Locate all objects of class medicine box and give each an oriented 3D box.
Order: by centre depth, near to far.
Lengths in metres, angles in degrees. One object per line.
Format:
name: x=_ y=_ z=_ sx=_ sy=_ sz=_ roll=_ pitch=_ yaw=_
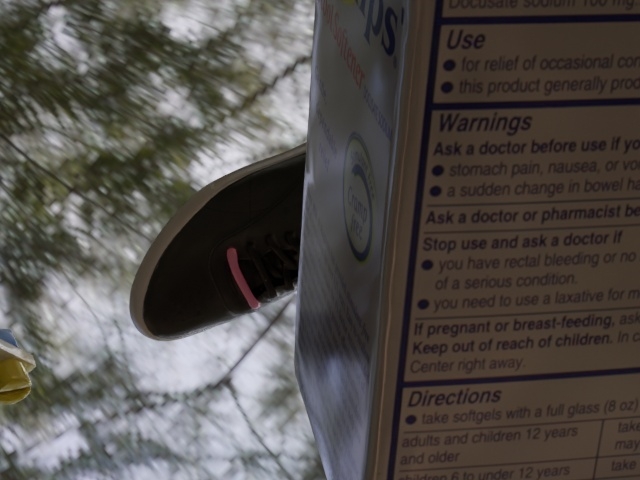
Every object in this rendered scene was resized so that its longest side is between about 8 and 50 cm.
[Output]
medicine box: x=0.136 y=-0.032 z=0.735 sx=0.263 sy=0.149 sz=0.289 roll=-3 pitch=-61 yaw=-12

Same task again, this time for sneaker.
sneaker: x=0.000 y=0.000 z=1.417 sx=0.295 sy=0.147 sz=0.104 roll=-31 pitch=-58 yaw=-13

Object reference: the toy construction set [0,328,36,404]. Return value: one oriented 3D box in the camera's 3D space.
toy construction set: x=-0.339 y=0.022 z=1.246 sx=0.215 sy=0.151 sz=0.328 roll=-24 pitch=-52 yaw=-6
